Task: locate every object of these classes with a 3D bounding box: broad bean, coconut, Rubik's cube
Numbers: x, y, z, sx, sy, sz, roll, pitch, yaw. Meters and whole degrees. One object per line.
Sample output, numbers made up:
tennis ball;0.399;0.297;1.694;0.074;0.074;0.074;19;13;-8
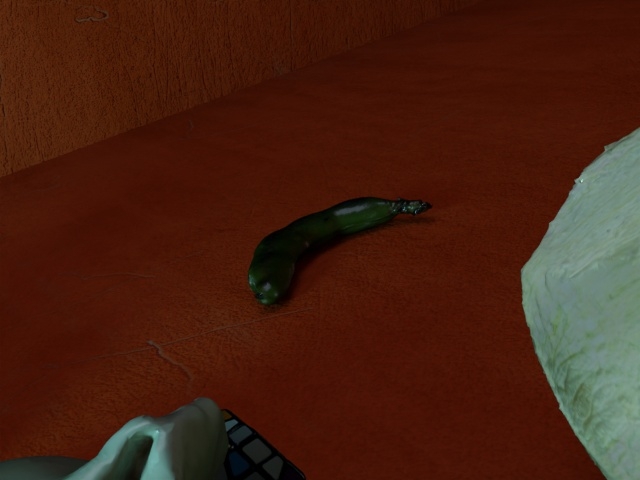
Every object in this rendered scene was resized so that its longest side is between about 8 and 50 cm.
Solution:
broad bean;0.000;0.000;1.295;0.292;0.049;0.144;-28;23;-33
coconut;0.262;0.048;0.582;0.297;0.297;0.254;-35;-2;-44
Rubik's cube;-0.071;0.187;0.722;0.133;0.112;0.133;-13;19;5

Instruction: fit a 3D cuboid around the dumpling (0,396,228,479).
dumpling;-0.175;0.226;0.543;0.321;0.211;0.270;-20;22;-12
